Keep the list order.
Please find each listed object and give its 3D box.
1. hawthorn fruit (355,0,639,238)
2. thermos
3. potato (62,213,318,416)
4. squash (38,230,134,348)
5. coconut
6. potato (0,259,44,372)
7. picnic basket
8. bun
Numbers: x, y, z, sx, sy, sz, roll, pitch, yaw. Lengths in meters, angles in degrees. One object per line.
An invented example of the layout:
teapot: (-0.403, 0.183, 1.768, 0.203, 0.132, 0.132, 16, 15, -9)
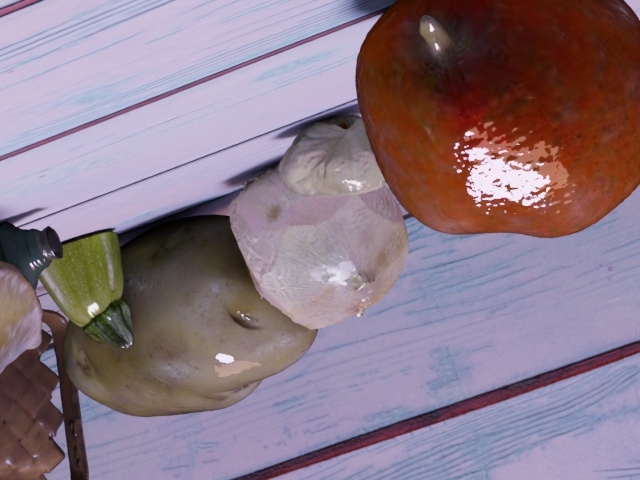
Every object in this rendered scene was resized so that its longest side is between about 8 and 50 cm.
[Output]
hawthorn fruit: (0.111, -0.098, 1.168, 0.199, 0.199, 0.251, -20, 163, 17)
thermos: (-0.323, 0.039, 1.654, 0.188, 0.083, 0.073, -21, 155, 11)
potato: (-0.155, 0.088, 2.143, 0.326, 0.221, 0.243, -15, -149, 50)
squash: (-0.252, 0.065, 2.018, 0.105, 0.132, 0.105, -21, 175, -2)
coconut: (0.003, -0.001, 1.932, 0.194, 0.194, 0.194, -19, 177, -1)
potato: (-0.371, 0.052, 1.497, 0.211, 0.189, 0.264, 18, -143, 19)
picnic basket: (-0.427, 0.208, 2.283, 0.291, 0.254, 0.321, -20, 163, 39)
bun: (0.017, -0.083, 1.717, 0.115, 0.069, 0.115, -6, -166, 2)
